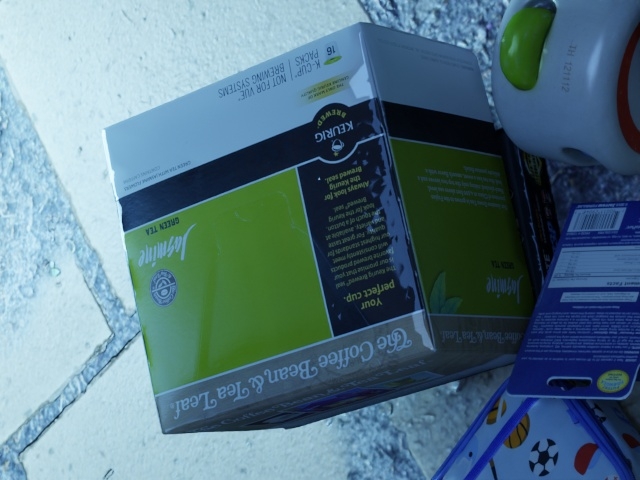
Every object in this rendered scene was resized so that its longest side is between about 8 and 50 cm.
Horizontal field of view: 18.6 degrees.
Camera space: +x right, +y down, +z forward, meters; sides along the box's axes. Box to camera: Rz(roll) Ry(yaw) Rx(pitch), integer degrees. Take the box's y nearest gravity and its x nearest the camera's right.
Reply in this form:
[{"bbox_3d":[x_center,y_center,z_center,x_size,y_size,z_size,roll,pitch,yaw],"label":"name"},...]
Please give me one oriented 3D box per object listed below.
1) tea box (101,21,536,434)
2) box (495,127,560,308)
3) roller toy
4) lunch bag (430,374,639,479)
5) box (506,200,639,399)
[{"bbox_3d":[0.000,0.000,1.914,0.329,0.220,0.324,-19,76,33],"label":"tea box"},{"bbox_3d":[0.157,0.013,1.976,0.175,0.051,0.220,-19,74,35],"label":"box"},{"bbox_3d":[0.268,-0.163,1.822,0.146,0.209,0.191,16,138,39],"label":"roller toy"},{"bbox_3d":[0.190,0.281,1.866,0.303,0.115,0.243,-53,43,19],"label":"lunch bag"},{"bbox_3d":[0.266,0.061,1.827,0.136,0.036,0.225,-1,52,38],"label":"box"}]
